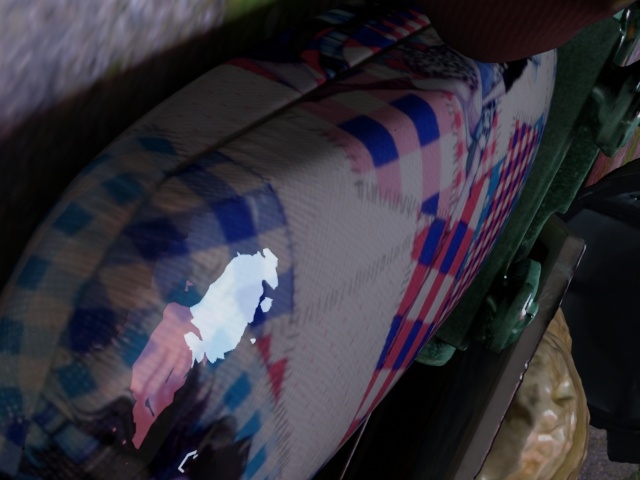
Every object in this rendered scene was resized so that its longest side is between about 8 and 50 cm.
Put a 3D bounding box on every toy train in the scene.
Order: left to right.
[{"bbox_3d":[0.087,-0.042,0.711,0.200,0.083,0.132,-63,-179,27],"label":"toy train"}]

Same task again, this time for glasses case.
[{"bbox_3d":[0.000,0.000,0.458,0.327,0.076,0.125,-38,152,-61],"label":"glasses case"}]

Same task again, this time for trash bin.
[{"bbox_3d":[0.299,0.039,1.377,0.262,0.217,0.277,-18,111,-71],"label":"trash bin"}]

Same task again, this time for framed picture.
[{"bbox_3d":[0.059,0.090,0.822,0.184,0.016,0.250,-111,-137,-75],"label":"framed picture"}]

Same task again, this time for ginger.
[{"bbox_3d":[0.121,0.157,1.123,0.354,0.126,0.190,99,11,-58],"label":"ginger"}]

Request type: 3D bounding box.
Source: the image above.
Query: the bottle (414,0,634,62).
[{"bbox_3d":[0.042,-0.109,0.284,0.156,0.143,0.271,-68,168,12],"label":"bottle"}]
